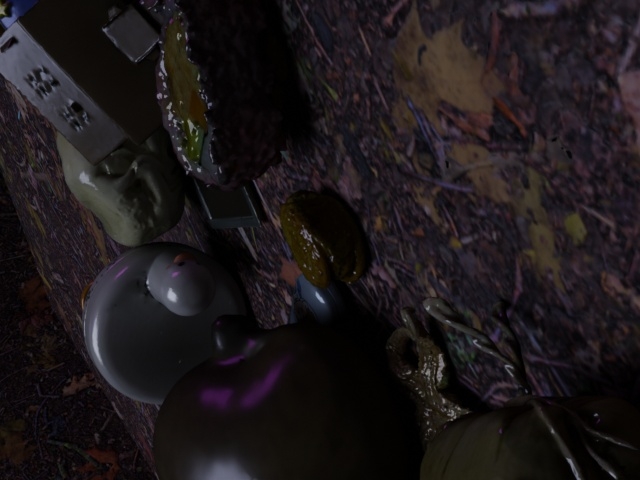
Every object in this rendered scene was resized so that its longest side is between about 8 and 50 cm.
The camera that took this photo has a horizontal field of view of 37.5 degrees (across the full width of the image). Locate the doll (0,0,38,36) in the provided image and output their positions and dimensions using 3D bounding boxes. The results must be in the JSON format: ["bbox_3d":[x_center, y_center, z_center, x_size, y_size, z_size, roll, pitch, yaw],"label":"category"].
[{"bbox_3d":[-0.309,-0.285,1.216,0.242,0.159,0.311,-29,100,29],"label":"doll"}]

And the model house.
[{"bbox_3d":[-0.195,-0.232,1.026,0.248,0.176,0.181,-32,110,29],"label":"model house"}]

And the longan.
[{"bbox_3d":[-0.039,0.217,1.001,0.300,0.243,0.300,1,92,27],"label":"longan"}]

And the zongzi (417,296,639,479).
[{"bbox_3d":[0.069,0.326,0.605,0.500,0.466,0.218,66,163,-3],"label":"zongzi"}]

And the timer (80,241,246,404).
[{"bbox_3d":[-0.213,0.117,1.327,0.240,0.233,0.234,24,136,63],"label":"timer"}]

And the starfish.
[{"bbox_3d":[0.105,0.157,0.893,0.150,0.053,0.210,19,130,55],"label":"starfish"}]

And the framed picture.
[{"bbox_3d":[-0.153,-0.132,1.203,0.197,0.014,0.252,0,114,66],"label":"framed picture"}]

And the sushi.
[{"bbox_3d":[-0.105,-0.171,0.926,0.161,0.107,0.241,16,122,60],"label":"sushi"}]

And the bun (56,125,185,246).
[{"bbox_3d":[-0.262,-0.107,1.307,0.229,0.145,0.230,-12,-90,-73],"label":"bun"}]

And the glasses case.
[{"bbox_3d":[-0.003,0.098,1.078,0.067,0.045,0.178,51,154,27],"label":"glasses case"}]

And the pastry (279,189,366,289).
[{"bbox_3d":[0.000,0.000,0.947,0.097,0.057,0.109,15,126,64],"label":"pastry"}]
